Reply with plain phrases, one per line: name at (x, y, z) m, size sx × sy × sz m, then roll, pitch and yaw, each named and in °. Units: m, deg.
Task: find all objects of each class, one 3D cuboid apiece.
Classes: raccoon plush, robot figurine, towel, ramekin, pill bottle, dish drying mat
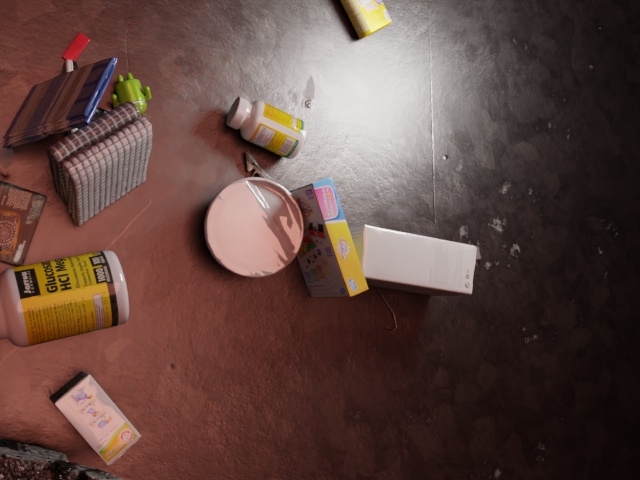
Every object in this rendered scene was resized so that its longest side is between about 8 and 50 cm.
raccoon plush at (-0.647, 0.616, 1.503) m, size 0.216 × 0.446 × 0.299 m, roll 28°, pitch 72°, yaw -54°
robot figurine at (-0.493, -0.375, 1.821) m, size 0.101 × 0.067 × 0.115 m, roll -18°, pitch 94°, yaw -16°
towel at (-0.527, -0.189, 1.682) m, size 0.235 × 0.284 × 0.121 m, roll -40°, pitch 84°, yaw -26°
ramekin at (-0.190, -0.031, 1.898) m, size 0.272 × 0.127 × 0.273 m, roll 1°, pitch 86°, yaw -21°
pill bottle at (-0.636, 0.142, 1.644) m, size 0.333 × 0.188 × 0.188 m, roll -12°, pitch 91°, yaw -26°
dish drying mat at (-0.628, -0.495, 1.799) m, size 0.032 × 0.008 × 0.083 m, roll 35°, pitch 71°, yaw -20°
pill bottle at (-0.151, -0.318, 1.953) m, size 0.208 × 0.117 × 0.118 m, roll 22°, pitch 77°, yaw -23°
towel at (-0.609, -0.319, 1.635) m, size 0.034 × 0.284 × 0.209 m, roll 49°, pitch 41°, yaw -44°

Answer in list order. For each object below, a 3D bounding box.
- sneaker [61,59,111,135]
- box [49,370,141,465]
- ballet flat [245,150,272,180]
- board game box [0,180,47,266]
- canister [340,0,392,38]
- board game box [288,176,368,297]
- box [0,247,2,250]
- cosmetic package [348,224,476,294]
sneaker at (-0.584, -0.347, 1.776) m, size 0.121 × 0.079 × 0.217 m, roll -7°, pitch 97°, yaw -29°
box at (-0.548, 0.430, 1.703) m, size 0.103 × 0.114 × 0.203 m, roll -41°, pitch 104°, yaw -24°
ballet flat at (-0.183, -0.200, 1.973) m, size 0.041 × 0.041 × 0.114 m, roll -46°, pitch 104°, yaw -21°
board game box at (-0.753, -0.041, 1.692) m, size 0.126 × 0.026 × 0.186 m, roll 21°, pitch 77°, yaw -23°
canister at (0.133, -0.720, 2.146) m, size 0.126 × 0.073 × 0.170 m, roll -33°, pitch 101°, yaw -24°
board game box at (0.000, 0.000, 1.931) m, size 0.064 × 0.242 × 0.317 m, roll -21°, pitch 95°, yaw -27°
box at (-0.855, -0.076, 1.455) m, size 0.178 × 0.343 × 0.313 m, roll -24°, pitch 97°, yaw -8°
cosmetic package at (0.236, 0.065, 2.056) m, size 0.384 × 0.217 × 0.156 m, roll 12°, pitch 80°, yaw -26°
